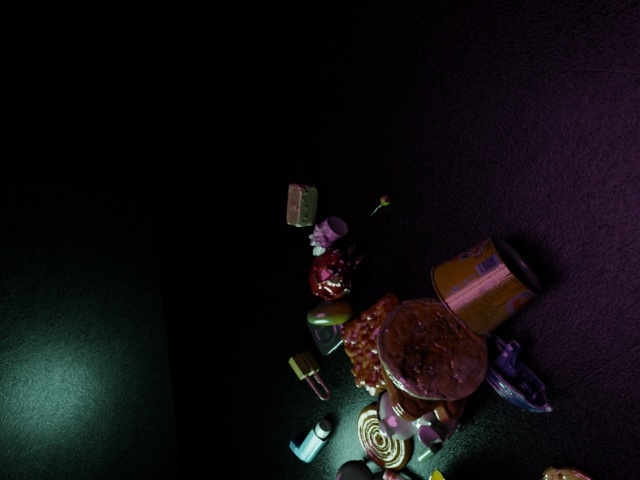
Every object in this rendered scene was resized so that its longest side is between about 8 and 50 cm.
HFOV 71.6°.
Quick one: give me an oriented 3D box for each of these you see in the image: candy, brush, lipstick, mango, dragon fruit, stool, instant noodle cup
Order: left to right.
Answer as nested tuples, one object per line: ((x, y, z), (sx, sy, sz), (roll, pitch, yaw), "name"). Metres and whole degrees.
((-0.034, 0.595, 1.934), (0.233, 0.103, 0.047), (51, 130, 27), "brush")
((0.043, 0.290, 1.761), (0.195, 0.130, 0.091), (-12, 77, 8), "mango")
((0.055, 0.122, 1.720), (0.193, 0.192, 0.273), (30, 119, 15), "dragon fruit")
((0.158, 0.961, 1.754), (0.228, 0.139, 0.153), (18, 80, 12), "stool")
((0.215, -0.124, 1.641), (0.123, 0.035, 0.035), (-46, 60, 47), "candy")
((0.302, 0.903, 1.663), (0.131, 0.038, 0.038), (10, 102, 32), "lipstick")
((0.477, 0.118, 1.267), (0.200, 0.264, 0.264), (-44, 64, 29), "instant noodle cup")

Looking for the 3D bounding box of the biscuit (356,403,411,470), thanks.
((0.239, 0.767, 1.728), (0.262, 0.037, 0.261), (8, 101, 45), "biscuit")

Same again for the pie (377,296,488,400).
((0.325, 0.306, 1.303), (0.339, 0.339, 0.077), (43, 158, 33), "pie")

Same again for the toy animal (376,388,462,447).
((0.331, 0.582, 1.476), (0.310, 0.247, 0.182), (-20, 68, 57), "toy animal")

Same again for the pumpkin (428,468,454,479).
((0.451, 0.918, 1.501), (0.169, 0.148, 0.311), (-126, 40, -82), "pumpkin")

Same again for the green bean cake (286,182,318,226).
((-0.075, -0.151, 1.868), (0.085, 0.109, 0.179), (20, 108, 42), "green bean cake")

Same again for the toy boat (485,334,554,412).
((0.549, 0.366, 1.293), (0.309, 0.129, 0.142), (53, 143, 34), "toy boat")

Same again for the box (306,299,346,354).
((0.024, 0.366, 1.884), (0.212, 0.042, 0.201), (-49, 64, 37), "box")

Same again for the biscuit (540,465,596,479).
((0.732, 0.756, 1.234), (0.260, 0.041, 0.203), (52, 125, 26), "biscuit")

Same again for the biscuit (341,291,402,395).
((0.216, 0.380, 1.605), (0.312, 0.111, 0.317), (-45, 48, 38), "biscuit")

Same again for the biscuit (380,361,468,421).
((0.327, 0.402, 1.386), (0.057, 0.312, 0.351), (-54, 15, 44), "biscuit")

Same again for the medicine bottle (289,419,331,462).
((-0.041, 0.891, 1.994), (0.124, 0.079, 0.258), (49, 126, 29), "medicine bottle")

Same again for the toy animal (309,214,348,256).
((0.000, -0.003, 1.805), (0.103, 0.131, 0.221), (54, 133, 8), "toy animal")

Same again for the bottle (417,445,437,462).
((0.382, 0.765, 1.589), (0.030, 0.030, 0.083), (51, 128, 28), "bottle")
